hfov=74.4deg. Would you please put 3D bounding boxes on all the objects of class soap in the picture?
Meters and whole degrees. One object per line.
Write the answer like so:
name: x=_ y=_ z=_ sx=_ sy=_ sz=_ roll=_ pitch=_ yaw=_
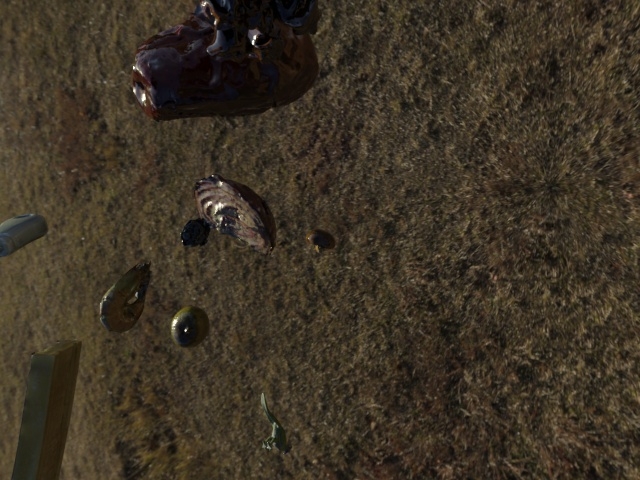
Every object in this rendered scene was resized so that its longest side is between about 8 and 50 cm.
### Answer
soap: x=-0.407 y=0.280 z=0.624 sx=0.037 sy=0.092 sz=0.252 roll=9 pitch=90 yaw=-7

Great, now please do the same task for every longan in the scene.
longan: x=-0.497 y=0.331 z=1.605 sx=0.145 sy=0.176 sz=0.155 roll=-11 pitch=96 yaw=-7

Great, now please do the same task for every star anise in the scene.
star anise: x=-0.061 y=-0.286 z=0.480 sx=0.190 sy=0.220 sz=0.126 roll=-32 pitch=81 yaw=16

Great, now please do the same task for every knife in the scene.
knife: x=-0.512 y=0.025 z=0.631 sx=0.080 sy=0.331 sz=0.044 roll=-7 pitch=112 yaw=-7

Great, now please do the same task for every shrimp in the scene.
shrimp: x=-0.585 y=0.166 z=1.308 sx=0.061 sy=0.267 sz=0.145 roll=-12 pitch=131 yaw=18

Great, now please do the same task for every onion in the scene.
onion: x=-0.249 y=-0.108 z=1.360 sx=0.314 sy=0.146 sz=0.280 roll=31 pitch=145 yaw=11

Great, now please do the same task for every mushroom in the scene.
mushroom: x=0.000 y=0.000 z=1.752 sx=0.127 sy=0.127 sz=0.087 roll=27 pitch=104 yaw=23

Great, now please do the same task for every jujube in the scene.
jujube: x=-0.172 y=-0.322 z=0.776 sx=0.216 sy=0.342 sz=0.216 roll=50 pitch=156 yaw=31

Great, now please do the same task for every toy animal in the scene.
toy animal: x=-0.138 y=0.531 z=1.173 sx=0.041 sy=0.075 sz=0.217 roll=-6 pitch=116 yaw=38

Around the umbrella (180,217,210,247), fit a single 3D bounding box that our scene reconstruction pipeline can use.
umbrella: x=-0.362 y=-0.024 z=1.262 sx=0.071 sy=0.224 sz=0.080 roll=31 pitch=93 yaw=-10
